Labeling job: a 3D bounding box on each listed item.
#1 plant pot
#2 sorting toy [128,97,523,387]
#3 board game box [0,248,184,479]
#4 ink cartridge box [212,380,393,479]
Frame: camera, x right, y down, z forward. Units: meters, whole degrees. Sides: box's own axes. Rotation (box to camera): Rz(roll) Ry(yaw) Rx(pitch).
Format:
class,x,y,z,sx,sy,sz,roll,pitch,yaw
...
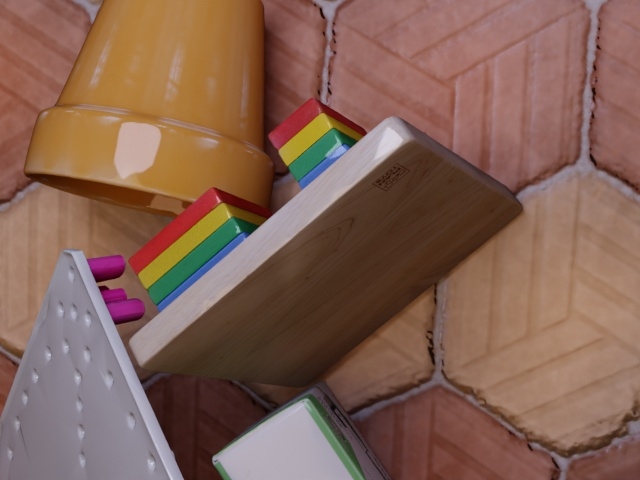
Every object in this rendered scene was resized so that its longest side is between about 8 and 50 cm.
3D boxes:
class,x,y,z,sx,sy,sz,roll,pitch,yaw
plant pot,-0.127,-0.122,0.993,0.205,0.205,0.187,11,85,17
sorting toy,0.000,0.000,0.931,0.257,0.255,0.089,-40,65,15
board game box,-0.170,0.268,0.973,0.390,0.050,0.390,60,140,29
ink cartridge box,0.004,0.207,0.967,0.093,0.219,0.160,-35,86,2
